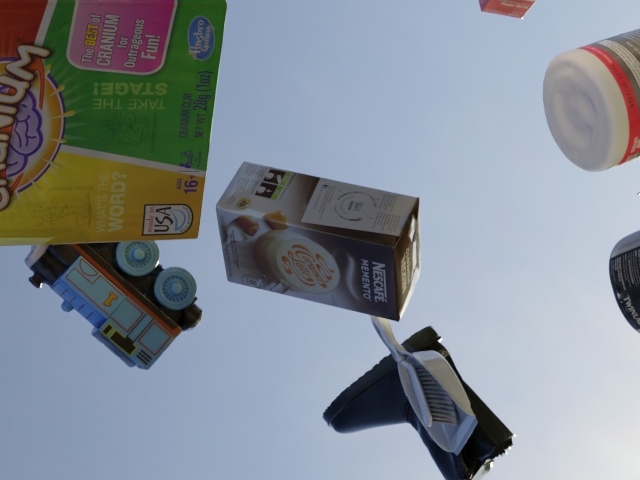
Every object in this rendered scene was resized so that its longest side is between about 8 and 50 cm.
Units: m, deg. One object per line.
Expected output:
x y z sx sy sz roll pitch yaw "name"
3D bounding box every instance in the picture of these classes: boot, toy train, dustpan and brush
0.132 0.262 1.947 0.094 0.246 0.207 -16 -112 -51 "boot"
-0.201 0.039 1.362 0.184 0.080 0.105 42 -105 -10 "toy train"
0.123 0.169 1.826 0.147 0.060 0.211 103 148 -62 "dustpan and brush"

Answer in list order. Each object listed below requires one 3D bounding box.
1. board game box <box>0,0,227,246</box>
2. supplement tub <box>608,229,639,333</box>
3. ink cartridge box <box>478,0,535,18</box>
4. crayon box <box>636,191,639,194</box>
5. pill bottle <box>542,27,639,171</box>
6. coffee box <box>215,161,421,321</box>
-0.248 -0.106 1.160 0.064 0.316 0.242 -112 25 -48 "board game box"
0.641 0.032 2.282 0.193 0.316 0.194 21 -123 -36 "supplement tub"
0.268 -0.389 1.798 0.067 0.198 0.115 6 -121 -22 "ink cartridge box"
0.696 -0.194 2.473 0.083 0.323 0.203 62 -156 10 "crayon box"
0.490 -0.222 2.005 0.318 0.176 0.176 -19 -71 -20 "pill bottle"
0.000 0.000 1.843 0.141 0.246 0.098 83 -154 -44 "coffee box"
